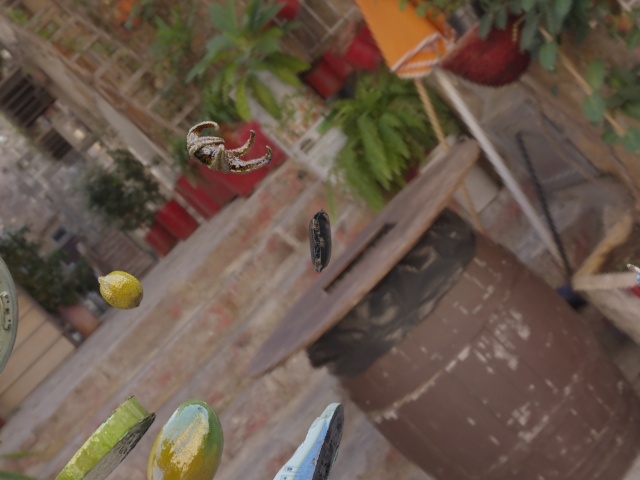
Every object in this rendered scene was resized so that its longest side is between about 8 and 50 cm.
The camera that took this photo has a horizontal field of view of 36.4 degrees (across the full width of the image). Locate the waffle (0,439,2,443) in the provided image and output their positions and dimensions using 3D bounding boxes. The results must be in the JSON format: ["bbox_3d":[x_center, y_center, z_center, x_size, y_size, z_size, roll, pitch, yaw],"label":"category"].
[{"bbox_3d":[-0.519,0.232,1.141,0.238,0.243,0.058,-30,-57,-71],"label":"waffle"}]

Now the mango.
[{"bbox_3d":[-0.242,0.381,1.762,0.092,0.130,0.194,71,-156,-63],"label":"mango"}]

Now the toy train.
[{"bbox_3d":[-0.025,0.271,1.045,0.051,0.052,0.233,2,45,20],"label":"toy train"}]

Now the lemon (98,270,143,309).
[{"bbox_3d":[-0.455,0.111,2.213,0.082,0.111,0.082,-52,12,16],"label":"lemon"}]

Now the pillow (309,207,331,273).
[{"bbox_3d":[-0.001,0.000,2.313,0.048,0.150,0.090,1,8,25],"label":"pillow"}]

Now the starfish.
[{"bbox_3d":[-0.164,-0.157,1.727,0.190,0.146,0.074,-113,42,-70],"label":"starfish"}]

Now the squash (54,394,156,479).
[{"bbox_3d":[-0.299,0.290,1.246,0.219,0.041,0.219,-49,-5,-6],"label":"squash"}]

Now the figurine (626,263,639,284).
[{"bbox_3d":[0.565,0.065,1.678,0.083,0.051,0.047,-128,56,-72],"label":"figurine"}]

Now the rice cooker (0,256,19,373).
[{"bbox_3d":[-0.654,0.109,1.473,0.325,0.335,0.335,1,39,46],"label":"rice cooker"}]
